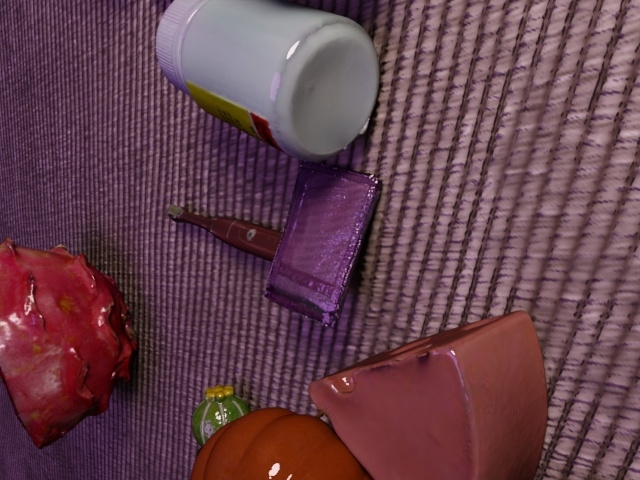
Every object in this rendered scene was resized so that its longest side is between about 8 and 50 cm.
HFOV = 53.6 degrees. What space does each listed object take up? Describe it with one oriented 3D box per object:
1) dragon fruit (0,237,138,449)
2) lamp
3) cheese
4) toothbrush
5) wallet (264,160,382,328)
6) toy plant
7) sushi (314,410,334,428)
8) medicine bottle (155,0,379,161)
[{"bbox_3d":[-0.481,0.164,1.160,0.386,0.249,0.371,62,154,20],"label":"dragon fruit"},{"bbox_3d":[-0.034,0.278,0.643,0.223,0.197,0.223,19,125,29],"label":"lamp"},{"bbox_3d":[0.111,0.181,0.576,0.203,0.128,0.176,-30,78,47],"label":"cheese"},{"bbox_3d":[-0.098,-0.006,0.824,0.364,0.041,0.040,18,114,44],"label":"toothbrush"},{"bbox_3d":[-0.001,0.000,0.683,0.111,0.030,0.165,19,93,44],"label":"wallet"},{"bbox_3d":[-0.137,0.291,0.921,0.093,0.093,0.162,-1,97,49],"label":"toy plant"},{"bbox_3d":[0.045,0.209,0.716,0.120,0.055,0.052,27,115,39],"label":"sushi"},{"bbox_3d":[-0.060,-0.179,0.651,0.225,0.139,0.139,32,124,38],"label":"medicine bottle"}]
